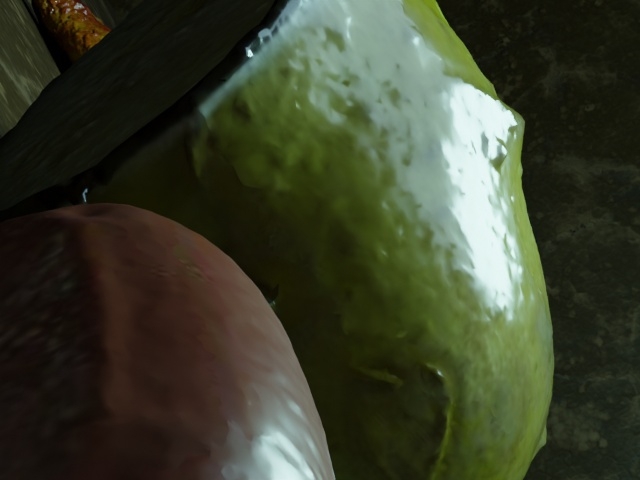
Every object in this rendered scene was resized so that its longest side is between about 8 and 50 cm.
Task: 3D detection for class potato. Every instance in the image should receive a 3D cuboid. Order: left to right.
[{"bbox_3d":[-0.006,-0.001,0.842,0.296,0.290,0.397,53,16,-16],"label":"potato"}]

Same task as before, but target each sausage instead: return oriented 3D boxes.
[{"bbox_3d":[-0.063,0.079,0.473,0.148,0.148,0.254,60,1,-29],"label":"sausage"}]

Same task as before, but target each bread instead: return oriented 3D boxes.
[{"bbox_3d":[-0.239,-0.195,1.725,0.269,0.095,0.139,56,-8,18],"label":"bread"}]
